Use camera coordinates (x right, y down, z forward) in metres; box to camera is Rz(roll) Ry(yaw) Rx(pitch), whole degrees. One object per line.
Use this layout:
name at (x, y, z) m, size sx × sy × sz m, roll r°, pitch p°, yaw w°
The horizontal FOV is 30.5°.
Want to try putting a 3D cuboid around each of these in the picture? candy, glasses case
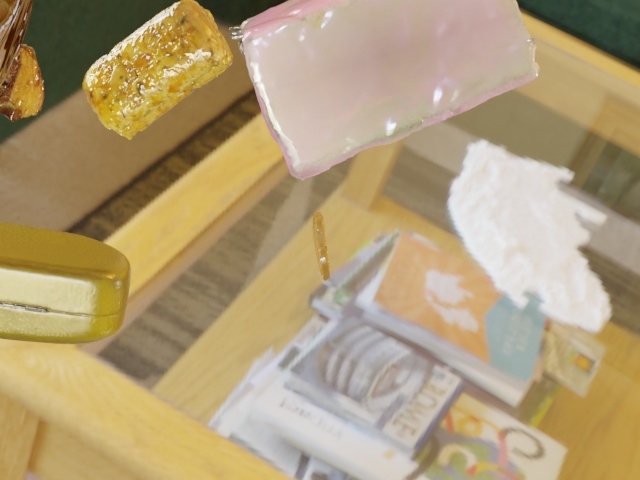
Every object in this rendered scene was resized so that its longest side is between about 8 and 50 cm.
candy at (0.061, -0.179, 1.115) m, size 0.265 × 0.155 × 0.116 m, roll -23°, pitch 16°, yaw -4°
glasses case at (-0.448, 0.058, 1.595) m, size 0.371 × 0.141 × 0.173 m, roll 9°, pitch 19°, yaw -9°

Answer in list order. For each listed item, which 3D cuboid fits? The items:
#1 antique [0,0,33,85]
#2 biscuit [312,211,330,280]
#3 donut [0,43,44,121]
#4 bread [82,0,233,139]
antique at (-0.296, -0.196, 0.930) m, size 0.129 × 0.223 × 0.278 m, roll 22°, pitch -3°, yaw -14°
biscuit at (-0.002, 0.000, 2.234) m, size 0.023 × 0.118 × 0.140 m, roll -7°, pitch 44°, yaw -2°
donut at (-0.601, -0.289, 2.105) m, size 0.112 × 0.151 × 0.295 m, roll 15°, pitch 19°, yaw 8°
bread at (-0.225, -0.234, 1.598) m, size 0.114 × 0.211 × 0.083 m, roll 60°, pitch 19°, yaw 14°
